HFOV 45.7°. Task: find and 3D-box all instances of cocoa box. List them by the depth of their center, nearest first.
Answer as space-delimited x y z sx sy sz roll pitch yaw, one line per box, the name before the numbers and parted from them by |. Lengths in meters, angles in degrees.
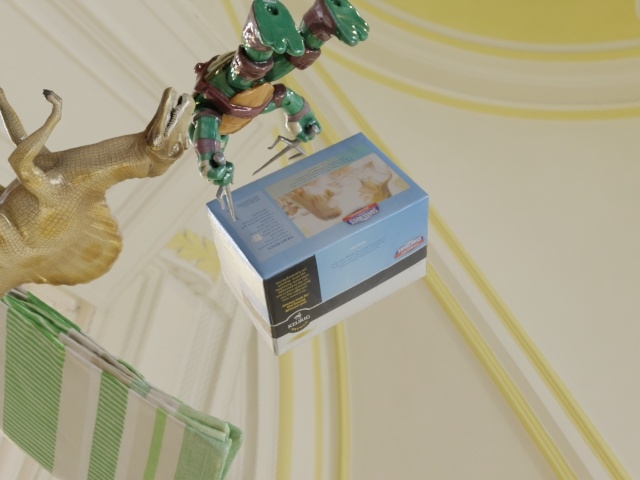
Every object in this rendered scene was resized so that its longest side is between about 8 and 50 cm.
cocoa box | 0.000 0.000 1.415 0.347 0.228 0.231 -27 -130 -18

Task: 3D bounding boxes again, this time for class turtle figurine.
turtle figurine | -0.063 -0.118 0.677 0.175 0.118 0.234 -47 -179 -43

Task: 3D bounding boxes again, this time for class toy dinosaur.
toy dinosaur | -0.134 -0.006 0.321 0.183 0.092 0.053 -38 -148 21

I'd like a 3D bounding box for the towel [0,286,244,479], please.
towel | -0.246 0.202 0.831 0.324 0.248 0.038 29 -143 12
